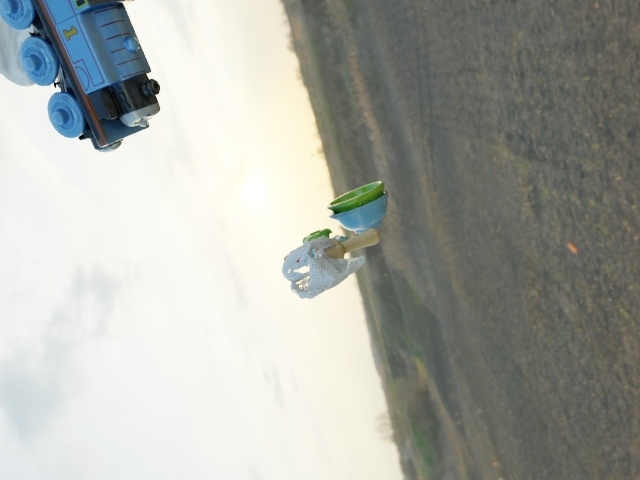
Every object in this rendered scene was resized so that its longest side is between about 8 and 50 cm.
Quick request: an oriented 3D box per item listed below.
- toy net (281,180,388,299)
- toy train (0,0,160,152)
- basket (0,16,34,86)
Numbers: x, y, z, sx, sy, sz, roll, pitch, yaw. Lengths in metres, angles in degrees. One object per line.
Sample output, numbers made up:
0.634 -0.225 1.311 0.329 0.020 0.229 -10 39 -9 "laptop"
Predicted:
0.000 0.000 0.656 0.045 0.122 0.232 68 -160 -11 "toy net"
-0.203 -0.169 0.572 0.080 0.105 0.184 -42 -64 -55 "toy train"
-0.355 -0.412 0.692 0.331 0.328 0.266 -52 8 49 "basket"
